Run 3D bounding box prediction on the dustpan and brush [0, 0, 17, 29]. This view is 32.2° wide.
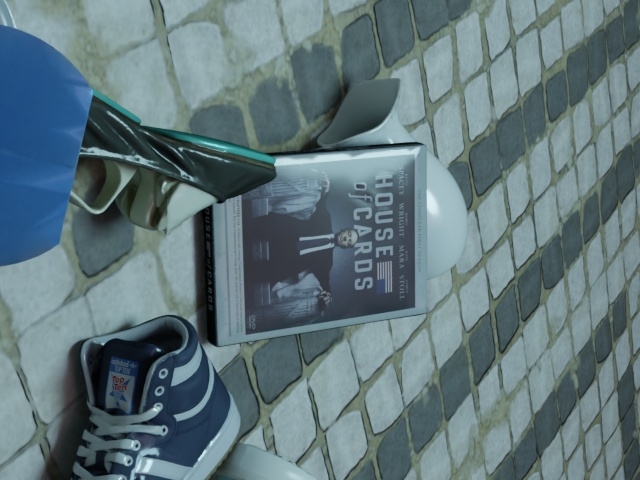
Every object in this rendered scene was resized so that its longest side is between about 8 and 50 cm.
[{"bbox_3d":[-0.249,-0.217,0.743,0.147,0.060,0.211,-38,125,-46],"label":"dustpan and brush"}]

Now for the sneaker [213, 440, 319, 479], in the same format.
[{"bbox_3d":[-0.035,0.346,1.075,0.150,0.135,0.365,-59,144,-36],"label":"sneaker"}]

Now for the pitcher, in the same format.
[{"bbox_3d":[0.062,-0.043,1.192,0.178,0.125,0.207,-43,120,-25],"label":"pitcher"}]

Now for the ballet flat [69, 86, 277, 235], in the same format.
[{"bbox_3d":[-0.154,-0.063,0.895,0.280,0.095,0.096,19,90,-45],"label":"ballet flat"}]

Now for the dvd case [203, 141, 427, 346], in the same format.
[{"bbox_3d":[0.000,0.000,1.087,0.239,0.030,0.179,-7,102,-27],"label":"dvd case"}]

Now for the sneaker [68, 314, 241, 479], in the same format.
[{"bbox_3d":[-0.168,0.182,0.899,0.282,0.099,0.153,-57,142,-43],"label":"sneaker"}]

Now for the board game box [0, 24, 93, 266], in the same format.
[{"bbox_3d":[-0.236,-0.067,0.768,0.133,0.033,0.168,12,100,-15],"label":"board game box"}]
